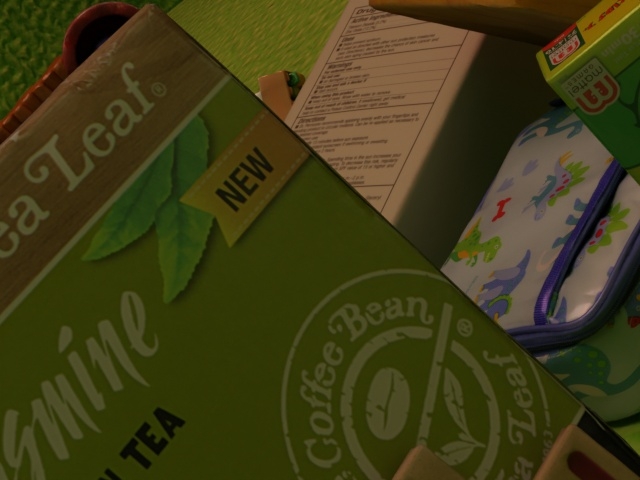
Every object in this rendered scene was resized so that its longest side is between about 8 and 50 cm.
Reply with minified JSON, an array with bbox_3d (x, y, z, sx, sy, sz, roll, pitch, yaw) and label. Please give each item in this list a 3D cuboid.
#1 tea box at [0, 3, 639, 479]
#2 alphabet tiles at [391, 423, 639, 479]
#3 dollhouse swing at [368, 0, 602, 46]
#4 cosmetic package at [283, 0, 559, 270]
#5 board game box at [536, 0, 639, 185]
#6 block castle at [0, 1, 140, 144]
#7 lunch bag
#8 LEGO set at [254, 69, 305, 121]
[{"bbox_3d":[-0.073,0.164,0.487,0.329,0.323,0.220,-52,8,-29],"label":"tea box"},{"bbox_3d":[0.066,0.181,0.411,0.237,0.198,0.009,-54,7,-28],"label":"alphabet tiles"},{"bbox_3d":[0.225,-0.281,0.756,0.305,0.315,0.346,-164,84,-73],"label":"dollhouse swing"},{"bbox_3d":[0.045,-0.032,0.965,0.160,0.113,0.309,0,51,43],"label":"cosmetic package"},{"bbox_3d":[0.195,-0.046,0.651,0.092,0.181,0.043,-40,18,17],"label":"board game box"},{"bbox_3d":[-0.231,0.045,1.222,0.453,0.303,0.213,-47,18,-3],"label":"block castle"},{"bbox_3d":[0.160,-0.001,0.795,0.176,0.090,0.219,-12,38,56],"label":"lunch bag"},{"bbox_3d":[0.000,0.000,1.080,0.107,0.132,0.287,-16,56,48],"label":"LEGO set"}]
